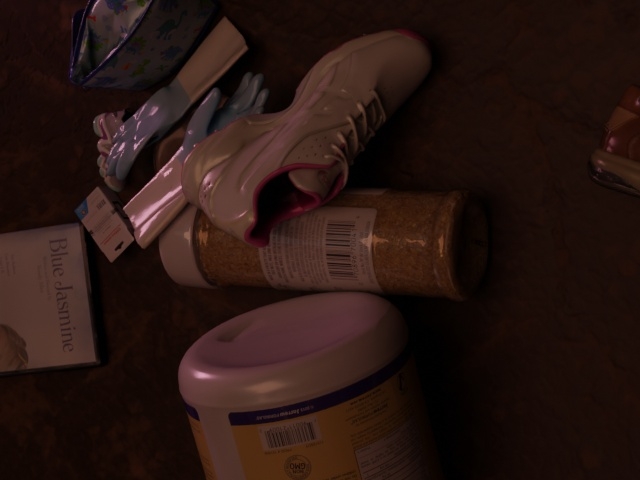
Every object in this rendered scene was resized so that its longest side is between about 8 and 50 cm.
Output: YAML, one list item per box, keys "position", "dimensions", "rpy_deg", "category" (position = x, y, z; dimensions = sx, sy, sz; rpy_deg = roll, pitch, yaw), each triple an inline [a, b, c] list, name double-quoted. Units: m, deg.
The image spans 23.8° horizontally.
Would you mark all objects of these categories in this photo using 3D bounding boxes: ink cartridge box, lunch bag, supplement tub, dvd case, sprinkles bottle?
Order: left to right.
- position: [-0.392, 0.081, 1.896]
  dimensions: [0.253, 0.022, 0.180]
  rpy_deg: [-8, 88, 18]
  category: "dvd case"
- position: [-0.254, -0.019, 1.837]
  dimensions: [0.048, 0.028, 0.083]
  rpy_deg: [-43, 72, 23]
  category: "ink cartridge box"
- position: [-0.212, -0.239, 1.749]
  dimensions: [0.096, 0.129, 0.151]
  rpy_deg: [41, 112, 26]
  category: "lunch bag"
- position: [0.000, 0.000, 1.649]
  dimensions: [0.355, 0.121, 0.121]
  rpy_deg: [2, 93, 28]
  category: "sprinkles bottle"
- position: [0.006, 0.243, 1.559]
  dimensions: [0.241, 0.241, 0.331]
  rpy_deg: [-6, 107, 28]
  category: "supplement tub"

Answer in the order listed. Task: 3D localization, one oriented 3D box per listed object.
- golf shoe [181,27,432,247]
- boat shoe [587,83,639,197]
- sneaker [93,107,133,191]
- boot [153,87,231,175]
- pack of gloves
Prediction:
- position: [0.007, -0.102, 1.593]
  dimensions: [0.306, 0.115, 0.140]
  rpy_deg: [-36, 48, -4]
  category: "golf shoe"
- position: [0.412, -0.070, 1.426]
  dimensions: [0.324, 0.122, 0.120]
  rpy_deg: [19, 98, 26]
  category: "boat shoe"
- position: [-0.233, -0.112, 1.817]
  dimensions: [0.069, 0.038, 0.098]
  rpy_deg: [-15, 85, 29]
  category: "sneaker"
- position: [-0.146, -0.122, 1.769]
  dimensions: [0.087, 0.042, 0.118]
  rpy_deg: [10, 97, 25]
  category: "boot"
- position: [-0.163, -0.134, 1.702]
  dimensions: [0.232, 0.046, 0.195]
  rpy_deg: [-46, 42, 11]
  category: "pack of gloves"
